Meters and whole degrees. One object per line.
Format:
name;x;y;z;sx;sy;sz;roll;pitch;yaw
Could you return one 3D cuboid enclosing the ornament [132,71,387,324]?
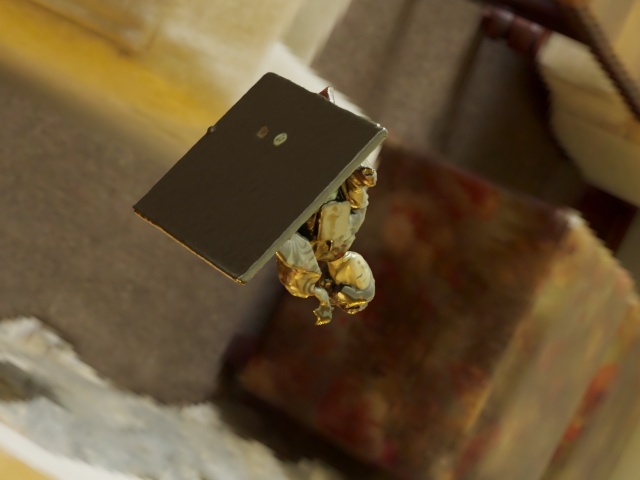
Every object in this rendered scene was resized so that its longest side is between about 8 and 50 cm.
ornament;0.000;0.000;1.351;0.166;0.153;0.196;-46;132;-10
